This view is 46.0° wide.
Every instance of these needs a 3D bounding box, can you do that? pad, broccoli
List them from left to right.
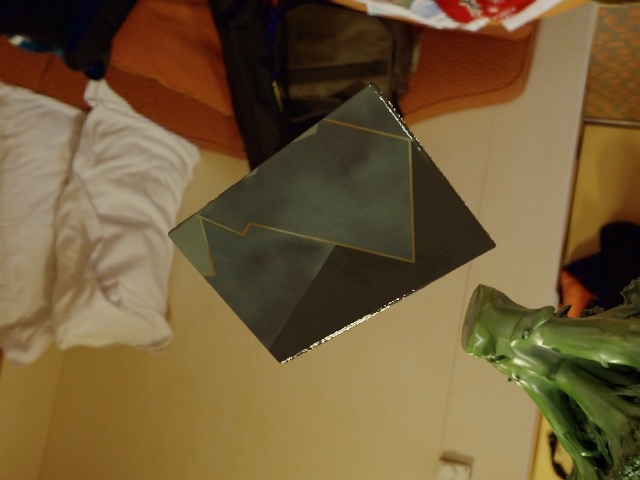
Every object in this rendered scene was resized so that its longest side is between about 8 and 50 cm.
[{"bbox_3d":[0.000,0.000,0.625,0.243,0.163,0.004,-33,-166,31],"label":"pad"},{"bbox_3d":[0.266,0.119,0.715,0.269,0.254,0.269,11,132,12],"label":"broccoli"}]
